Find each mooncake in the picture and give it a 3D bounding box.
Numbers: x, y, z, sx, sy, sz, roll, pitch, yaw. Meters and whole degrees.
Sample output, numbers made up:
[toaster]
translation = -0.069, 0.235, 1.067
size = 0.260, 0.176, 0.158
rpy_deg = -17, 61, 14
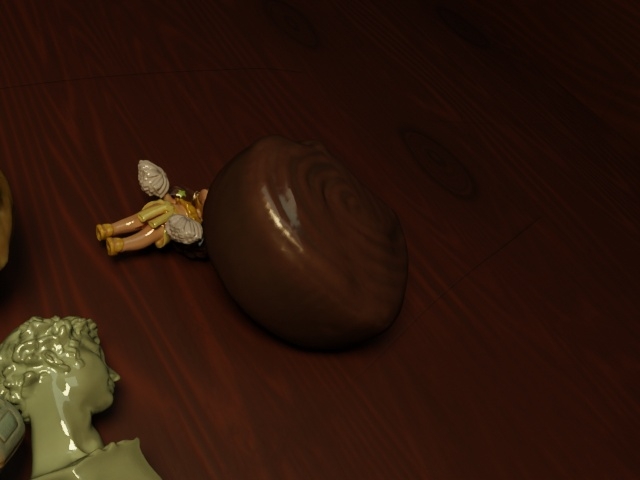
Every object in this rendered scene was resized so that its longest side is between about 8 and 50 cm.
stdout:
[mooncake]
translation = 0.000, 0.000, 0.936
size = 0.334, 0.174, 0.325
rpy_deg = -22, 82, -52

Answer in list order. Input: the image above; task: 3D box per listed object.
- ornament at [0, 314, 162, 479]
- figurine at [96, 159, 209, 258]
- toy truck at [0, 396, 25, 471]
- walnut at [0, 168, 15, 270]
[ornament]
translation = -0.278, 0.207, 0.687
size = 0.130, 0.120, 0.285
rpy_deg = 12, 37, -47
[figurine]
translation = -0.219, -0.035, 0.972
size = 0.240, 0.115, 0.174
rpy_deg = -10, 49, -43
[toy truck]
translation = -0.398, 0.143, 0.574
size = 0.257, 0.140, 0.108
rpy_deg = 40, 0, -11
[walnut]
translation = -0.517, -0.040, 0.691
size = 0.344, 0.306, 0.306
rpy_deg = 27, 40, -10
